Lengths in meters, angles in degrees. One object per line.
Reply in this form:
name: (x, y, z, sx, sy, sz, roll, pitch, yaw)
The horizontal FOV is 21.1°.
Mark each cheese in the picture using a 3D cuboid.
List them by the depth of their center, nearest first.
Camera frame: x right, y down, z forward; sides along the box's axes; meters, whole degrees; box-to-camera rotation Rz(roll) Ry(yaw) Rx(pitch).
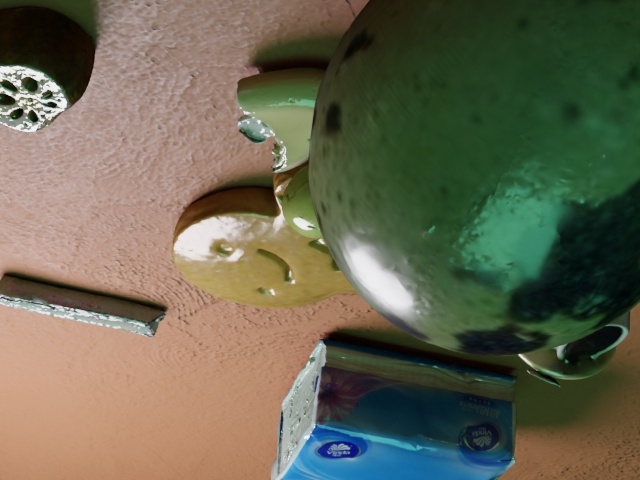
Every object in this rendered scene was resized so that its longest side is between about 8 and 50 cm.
cheese: (0.014, -0.138, 1.688, 0.235, 0.050, 0.127, -16, 141, 32)

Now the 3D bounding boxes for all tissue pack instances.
tissue pack: (0.093, 0.243, 2.191, 0.263, 0.146, 0.198, 13, 146, -11)

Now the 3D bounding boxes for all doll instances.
doll: (0.311, 0.052, 1.865, 0.271, 0.144, 0.208, -17, 137, 33)

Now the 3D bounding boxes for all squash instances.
squash: (0.056, -0.079, 1.716, 0.083, 0.083, 0.250, 30, 129, -34)

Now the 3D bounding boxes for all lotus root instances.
lotus root: (-0.287, -0.168, 1.668, 0.112, 0.081, 0.122, 35, 137, -28)

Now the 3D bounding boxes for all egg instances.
egg: (0.176, -0.099, 1.458, 0.345, 0.345, 0.428, 21, 121, -24)

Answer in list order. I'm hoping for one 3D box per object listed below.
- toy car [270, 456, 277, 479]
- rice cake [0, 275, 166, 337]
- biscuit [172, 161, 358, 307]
toy car: (-0.015, 0.334, 2.405, 0.112, 0.112, 0.139, 18, 158, 8)
rice cake: (-0.293, 0.082, 2.095, 0.207, 0.033, 0.033, 13, 149, -12)
biscuit: (0.000, 0.002, 1.914, 0.355, 0.052, 0.275, -10, 145, 21)
